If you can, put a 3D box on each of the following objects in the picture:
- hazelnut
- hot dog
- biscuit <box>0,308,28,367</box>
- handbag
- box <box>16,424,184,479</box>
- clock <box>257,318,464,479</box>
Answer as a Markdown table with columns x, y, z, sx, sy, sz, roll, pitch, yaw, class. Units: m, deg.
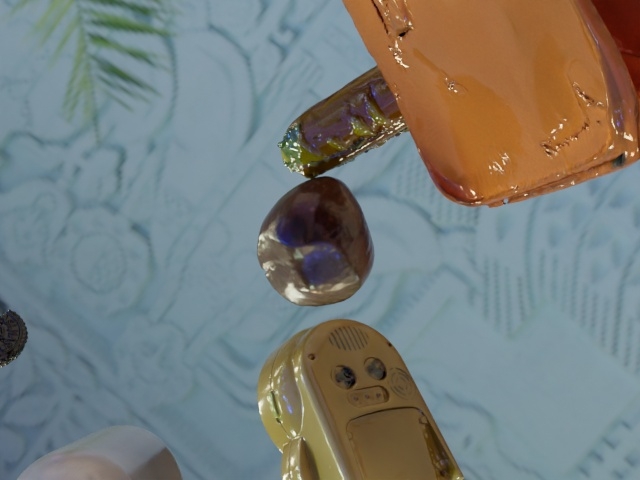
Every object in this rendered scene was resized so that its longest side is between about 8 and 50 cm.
| x | y | z | sx | sy | sz | roll | pitch | yaw | class |
| --- | --- | --- | --- | --- | --- | --- | --- | --- | --- |
| 0.000 | 0.000 | 1.519 | 0.143 | 0.143 | 0.154 | 52 | 159 | 44 | hazelnut |
| 0.073 | -0.154 | 1.497 | 0.072 | 0.269 | 0.115 | 61 | -165 | 10 | hot dog |
| -0.403 | 0.119 | 1.614 | 0.087 | 0.027 | 0.089 | 10 | -132 | -8 | biscuit |
| 0.157 | -0.190 | 1.151 | 0.303 | 0.116 | 0.410 | 60 | 164 | -4 | handbag |
| -0.213 | 0.347 | 1.390 | 0.349 | 0.141 | 0.289 | 8 | -114 | -85 | box |
| 0.045 | 0.272 | 2.004 | 0.244 | 0.200 | 0.317 | -3 | -116 | -38 | clock |
